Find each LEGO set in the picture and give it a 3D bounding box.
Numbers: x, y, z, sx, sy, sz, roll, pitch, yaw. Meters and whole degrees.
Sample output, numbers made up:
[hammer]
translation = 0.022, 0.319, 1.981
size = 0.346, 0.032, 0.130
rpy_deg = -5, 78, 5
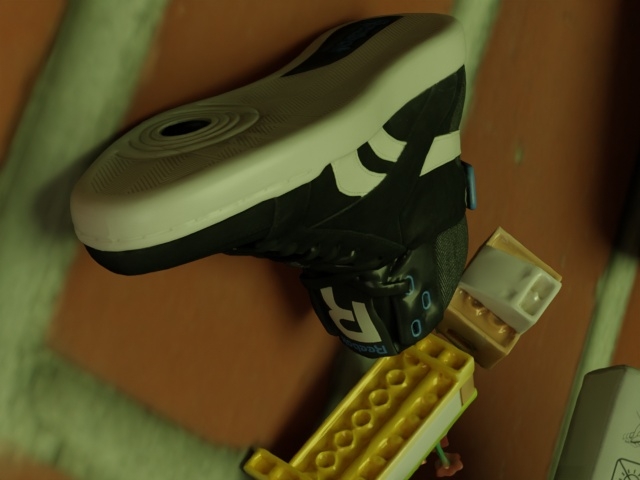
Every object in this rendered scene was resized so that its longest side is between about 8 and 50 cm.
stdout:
[LEGO set]
translation = 0.035, 0.136, 0.731
size = 0.107, 0.132, 0.287
rpy_deg = 79, 12, -51

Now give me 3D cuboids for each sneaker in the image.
[sneaker]
translation = 0.000, 0.000, 0.672
size = 0.217, 0.079, 0.121
rpy_deg = -34, 121, -49

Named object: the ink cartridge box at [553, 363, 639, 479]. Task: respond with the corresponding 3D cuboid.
[ink cartridge box]
translation = 0.144, 0.232, 0.741
size = 0.065, 0.165, 0.332
rpy_deg = 140, -31, -78
